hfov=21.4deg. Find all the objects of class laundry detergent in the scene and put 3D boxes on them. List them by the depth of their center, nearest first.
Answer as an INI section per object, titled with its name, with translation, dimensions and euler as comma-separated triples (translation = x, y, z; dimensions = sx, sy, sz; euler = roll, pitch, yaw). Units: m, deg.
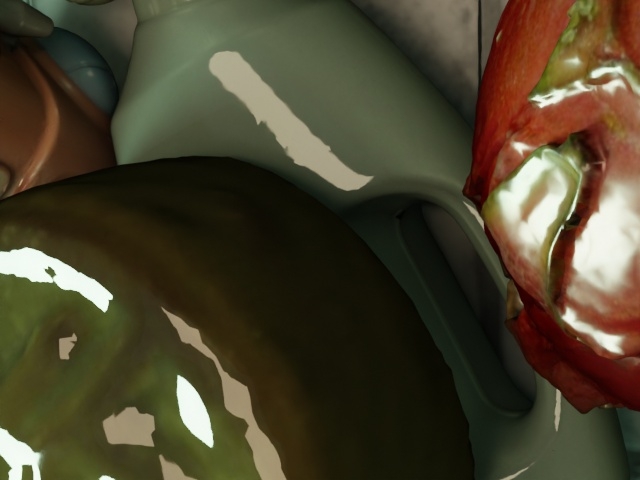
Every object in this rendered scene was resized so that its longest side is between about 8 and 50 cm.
[laundry detergent]
translation = 0.000, 0.000, 0.880
dimensions = 0.264, 0.125, 0.397
euler = -12, 96, 33

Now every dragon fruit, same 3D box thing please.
[dragon fruit]
translation = 0.204, -0.047, 0.670
dimensions = 0.343, 0.277, 0.277
euler = -11, 99, 45

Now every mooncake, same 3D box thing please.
[mooncake]
translation = -0.079, 0.107, 0.792
dimensions = 0.284, 0.155, 0.284
euler = 10, 107, 33

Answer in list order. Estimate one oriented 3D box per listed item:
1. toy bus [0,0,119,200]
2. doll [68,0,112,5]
[toy bus]
translation = -0.229, -0.039, 0.915
dimensions = 0.232, 0.288, 0.194
euler = -52, 50, 8
[doll]
translation = -0.156, -0.253, 0.876
dimensions = 0.113, 0.155, 0.275
euler = 2, 109, 7
